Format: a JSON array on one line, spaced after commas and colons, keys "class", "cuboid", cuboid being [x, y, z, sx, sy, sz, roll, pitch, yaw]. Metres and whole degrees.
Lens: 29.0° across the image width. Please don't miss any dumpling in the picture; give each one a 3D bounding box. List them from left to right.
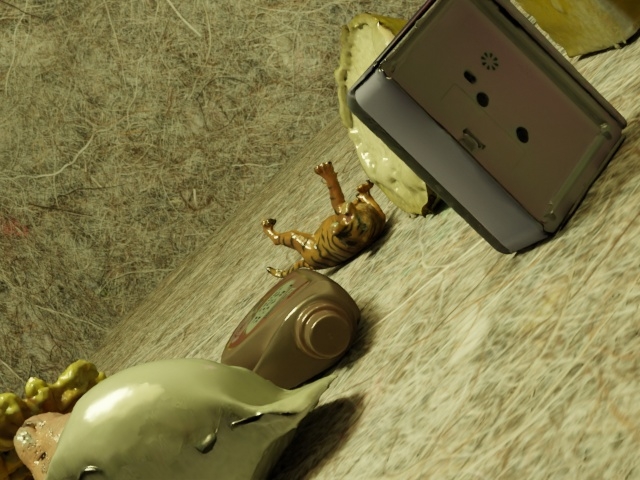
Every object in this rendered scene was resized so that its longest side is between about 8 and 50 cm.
[{"class": "dumpling", "cuboid": [-0.107, 0.182, 1.081, 0.227, 0.243, 0.175, -11, -72, -72]}]

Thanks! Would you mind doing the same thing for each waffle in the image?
[{"class": "waffle", "cuboid": [-0.390, 0.296, 1.727, 0.325, 0.068, 0.302, -53, -27, 20]}]

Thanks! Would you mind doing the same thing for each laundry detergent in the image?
[{"class": "laundry detergent", "cuboid": [-0.035, 0.111, 1.254, 0.171, 0.076, 0.237, -47, 10, -3]}]

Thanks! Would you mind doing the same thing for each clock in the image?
[{"class": "clock", "cuboid": [0.135, -0.104, 0.996, 0.145, 0.193, 0.073, -50, 7, -30]}]

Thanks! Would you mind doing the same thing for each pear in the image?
[{"class": "pear", "cuboid": [0.139, -0.166, 1.428, 0.178, 0.267, 0.267, -22, 1, -16]}]

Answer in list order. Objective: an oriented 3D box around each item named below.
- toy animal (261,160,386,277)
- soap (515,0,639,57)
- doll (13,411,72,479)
[{"class": "toy animal", "cuboid": [0.008, 0.000, 1.595, 0.255, 0.114, 0.116, -43, 50, 53]}, {"class": "soap", "cuboid": [0.228, -0.375, 1.371, 0.169, 0.339, 0.304, -44, 9, -3]}, {"class": "doll", "cuboid": [-0.343, 0.305, 1.617, 0.303, 0.156, 0.201, -45, 13, 42]}]
